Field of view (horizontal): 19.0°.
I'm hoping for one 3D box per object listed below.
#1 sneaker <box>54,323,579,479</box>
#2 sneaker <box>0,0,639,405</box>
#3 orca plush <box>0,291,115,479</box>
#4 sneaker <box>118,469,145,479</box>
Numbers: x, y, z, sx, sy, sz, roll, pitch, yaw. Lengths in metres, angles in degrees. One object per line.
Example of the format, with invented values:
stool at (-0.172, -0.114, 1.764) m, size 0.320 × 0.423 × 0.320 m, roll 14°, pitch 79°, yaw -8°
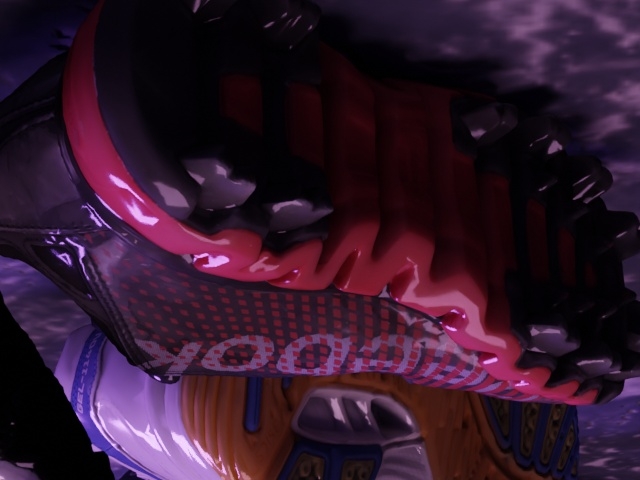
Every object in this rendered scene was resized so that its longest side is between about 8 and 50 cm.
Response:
sneaker at (0.008, 0.079, 0.866) m, size 0.131 × 0.112 × 0.296 m, roll 3°, pitch 165°, yaw 38°
sneaker at (0.000, -0.001, 0.632) m, size 0.135 × 0.097 × 0.276 m, roll -21°, pitch 150°, yaw 38°
orca plush at (-0.160, -0.003, 0.554) m, size 0.287 × 0.151 × 0.102 m, roll 36°, pitch 116°, yaw -3°
sneaker at (-0.067, 0.153, 0.967) m, size 0.163 × 0.086 × 0.226 m, roll -17°, pitch 178°, yaw 37°
